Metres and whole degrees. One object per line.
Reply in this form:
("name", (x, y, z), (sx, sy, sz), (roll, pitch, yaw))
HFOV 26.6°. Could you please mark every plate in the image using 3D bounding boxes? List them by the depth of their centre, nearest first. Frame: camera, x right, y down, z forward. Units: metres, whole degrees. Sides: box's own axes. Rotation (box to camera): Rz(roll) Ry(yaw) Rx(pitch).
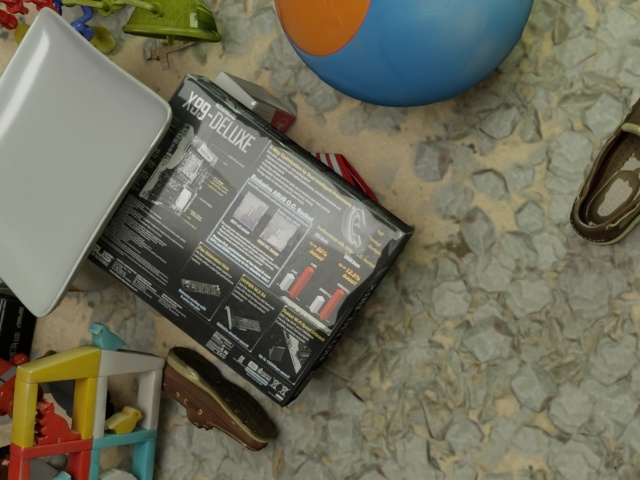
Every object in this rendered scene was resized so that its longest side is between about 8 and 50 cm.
("plate", (-0.303, -0.090, 1.543), (0.278, 0.045, 0.277), (39, 100, 37))

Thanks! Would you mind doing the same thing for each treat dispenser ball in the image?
("treat dispenser ball", (0.089, -0.288, 1.459), (0.288, 0.288, 0.288), (-2, 84, 23))

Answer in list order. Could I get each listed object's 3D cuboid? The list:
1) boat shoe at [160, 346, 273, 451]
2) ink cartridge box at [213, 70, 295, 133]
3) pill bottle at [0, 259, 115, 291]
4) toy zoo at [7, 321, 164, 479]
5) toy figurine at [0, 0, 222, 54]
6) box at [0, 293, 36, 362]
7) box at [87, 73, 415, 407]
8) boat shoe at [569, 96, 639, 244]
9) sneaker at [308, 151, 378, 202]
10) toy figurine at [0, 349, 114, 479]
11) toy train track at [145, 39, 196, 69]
("boat shoe", (-0.127, 0.200, 1.630), (0.178, 0.064, 0.060), (37, 108, 29))
("ink cartridge box", (-0.131, -0.098, 1.628), (0.067, 0.115, 0.198), (43, 103, 20))
("pill bottle", (-0.391, -0.016, 1.703), (0.278, 0.162, 0.162), (-1, 85, 21))
("toy zoo", (-0.276, 0.240, 1.595), (0.030, 0.192, 0.293), (14, 102, 45))
("toy figurine", (-0.288, -0.364, 1.683), (0.362, 0.191, 0.217), (6, 80, 28))
("box", (-0.474, 0.133, 1.771), (0.180, 0.077, 0.147), (12, 89, 24))
("box", (-0.088, -0.002, 1.521), (0.307, 0.076, 0.242), (36, 101, 8))
("boat shoe", (0.355, -0.105, 1.432), (0.095, 0.095, 0.257), (34, 98, 22))
("sneaker", (0.000, 0.000, 1.580), (0.128, 0.087, 0.221), (-6, 84, 24))
("toy figurine", (-0.381, 0.232, 1.653), (0.148, 0.209, 0.213), (24, 97, 33))
("toy train track", (-0.188, -0.247, 1.721), (0.083, 0.014, 0.048), (-16, 79, 20))
